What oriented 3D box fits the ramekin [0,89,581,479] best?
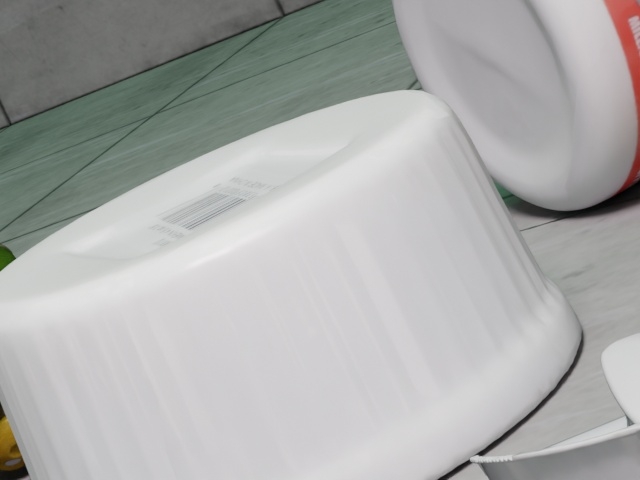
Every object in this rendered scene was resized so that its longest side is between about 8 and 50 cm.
[{"bbox_3d":[-0.028,0.036,0.939,0.277,0.135,0.277,-23,12,5],"label":"ramekin"}]

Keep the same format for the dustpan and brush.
[{"bbox_3d":[0.124,0.064,0.697,0.147,0.060,0.211,-23,12,4],"label":"dustpan and brush"}]

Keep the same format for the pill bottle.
[{"bbox_3d":[0.240,-0.184,1.183,0.363,0.210,0.210,-29,13,-20],"label":"pill bottle"}]

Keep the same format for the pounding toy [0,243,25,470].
[{"bbox_3d":[-0.211,0.111,1.119,0.183,0.110,0.237,-39,-13,-17],"label":"pounding toy"}]
